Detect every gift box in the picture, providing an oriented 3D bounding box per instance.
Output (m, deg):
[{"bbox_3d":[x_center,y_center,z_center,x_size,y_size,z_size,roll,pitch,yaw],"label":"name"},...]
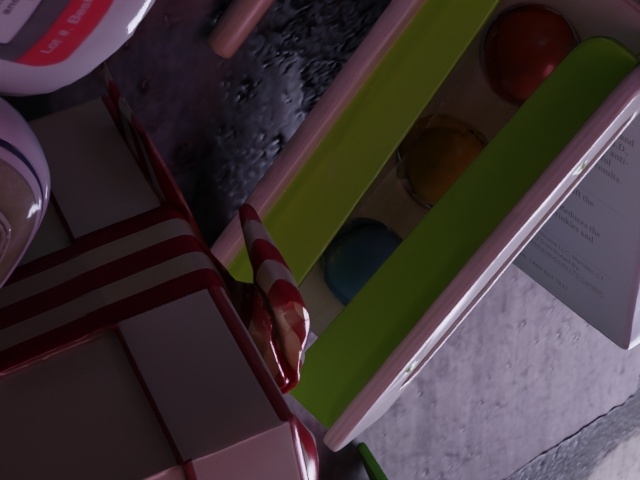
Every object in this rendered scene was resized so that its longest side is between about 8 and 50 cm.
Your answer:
[{"bbox_3d":[-0.133,0.089,0.771,0.258,0.276,0.255,-21,141,-11],"label":"gift box"}]

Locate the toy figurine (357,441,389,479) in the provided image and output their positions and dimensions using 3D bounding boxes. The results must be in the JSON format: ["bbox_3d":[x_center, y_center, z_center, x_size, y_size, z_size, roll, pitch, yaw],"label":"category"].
[{"bbox_3d":[-0.002,0.239,1.181,0.159,0.130,0.173,-31,167,-3],"label":"toy figurine"}]

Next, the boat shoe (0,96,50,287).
[{"bbox_3d":[-0.218,0.061,0.596,0.302,0.094,0.109,-36,132,3],"label":"boat shoe"}]

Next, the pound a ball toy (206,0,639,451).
[{"bbox_3d":[0.042,-0.077,0.900,0.319,0.208,0.136,-53,171,25],"label":"pound a ball toy"}]

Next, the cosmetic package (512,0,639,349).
[{"bbox_3d":[0.221,-0.148,1.004,0.217,0.156,0.385,-28,138,-28],"label":"cosmetic package"}]

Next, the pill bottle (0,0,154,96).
[{"bbox_3d":[-0.204,-0.151,0.530,0.318,0.176,0.176,6,117,-49],"label":"pill bottle"}]
